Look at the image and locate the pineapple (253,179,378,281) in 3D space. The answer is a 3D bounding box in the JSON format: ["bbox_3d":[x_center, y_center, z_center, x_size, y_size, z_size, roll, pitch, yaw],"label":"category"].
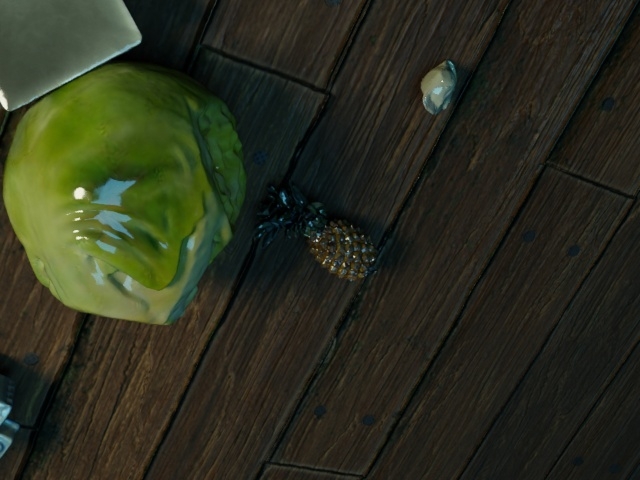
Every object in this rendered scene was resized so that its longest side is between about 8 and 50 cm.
[{"bbox_3d":[-0.001,-0.001,1.465,0.221,0.083,0.103,32,105,-29],"label":"pineapple"}]

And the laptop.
[{"bbox_3d":[-0.350,-0.306,1.133,0.188,0.015,0.269,-28,97,-1],"label":"laptop"}]

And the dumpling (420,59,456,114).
[{"bbox_3d":[0.176,-0.218,1.413,0.052,0.076,0.057,-32,124,30],"label":"dumpling"}]

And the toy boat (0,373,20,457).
[{"bbox_3d":[-0.554,0.322,1.425,0.133,0.145,0.332,33,101,-25],"label":"toy boat"}]

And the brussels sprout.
[{"bbox_3d":[-0.235,-0.058,1.228,0.344,0.268,0.344,-2,95,-18],"label":"brussels sprout"}]
